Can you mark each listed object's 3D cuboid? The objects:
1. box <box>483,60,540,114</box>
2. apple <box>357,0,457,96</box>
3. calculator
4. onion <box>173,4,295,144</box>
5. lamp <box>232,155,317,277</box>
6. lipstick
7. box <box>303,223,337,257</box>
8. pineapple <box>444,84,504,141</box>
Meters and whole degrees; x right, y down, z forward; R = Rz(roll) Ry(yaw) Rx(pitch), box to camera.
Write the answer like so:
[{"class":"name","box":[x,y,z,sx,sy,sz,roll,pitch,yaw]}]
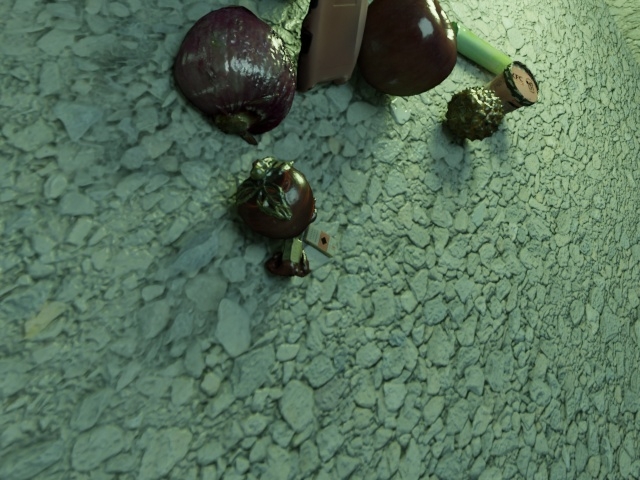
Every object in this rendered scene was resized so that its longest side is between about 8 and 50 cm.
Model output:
[{"class":"box","box":[0.608,-0.479,2.220,0.151,0.135,0.151,20,57,-34]},{"class":"apple","box":[0.218,-0.508,1.781,0.306,0.235,0.305,45,34,-41]},{"class":"calculator","box":[0.036,-0.507,1.599,0.220,0.048,0.329,-24,133,-45]},{"class":"onion","box":[-0.153,-0.403,1.449,0.267,0.159,0.348,20,60,-40]},{"class":"lamp","box":[-0.074,-0.054,1.374,0.223,0.151,0.215,33,56,-31]},{"class":"lipstick","box":[0.510,-0.615,2.229,0.304,0.076,0.076,17,61,-37]},{"class":"box","box":[0.000,0.000,1.519,0.083,0.012,0.046,33,52,-29]},{"class":"pineapple","box":[0.462,-0.369,2.018,0.193,0.166,0.166,1,72,-46]}]
